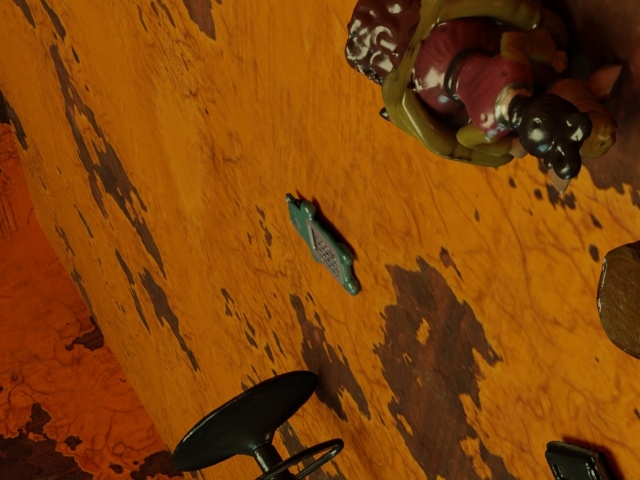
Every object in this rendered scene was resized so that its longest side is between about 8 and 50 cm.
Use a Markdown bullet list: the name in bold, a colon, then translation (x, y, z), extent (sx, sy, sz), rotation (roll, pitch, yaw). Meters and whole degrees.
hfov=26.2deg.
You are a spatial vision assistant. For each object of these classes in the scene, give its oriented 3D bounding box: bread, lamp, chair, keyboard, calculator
- **bread**: translation (0.216, 0.036, 0.860), extent (0.085, 0.053, 0.085), rotation (45, 143, 50)
- **lamp**: translation (0.116, -0.101, 0.872), extent (0.253, 0.118, 0.118), rotation (38, 149, 50)
- **chair**: translation (0.003, 0.388, 1.735), extent (0.401, 0.226, 0.226), rotation (56, 162, 20)
- **keyboard**: translation (0.252, 0.274, 1.148), extent (0.230, 0.025, 0.094), rotation (66, 162, -8)
- **calculator**: translation (0.000, 0.000, 1.515), extent (0.141, 0.019, 0.094), rotation (49, 160, 41)
